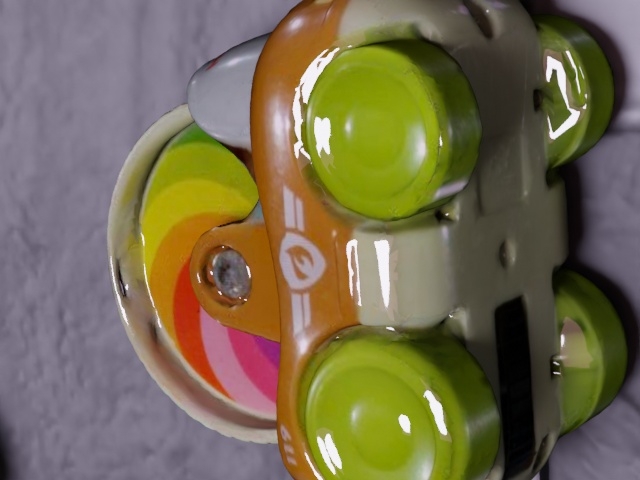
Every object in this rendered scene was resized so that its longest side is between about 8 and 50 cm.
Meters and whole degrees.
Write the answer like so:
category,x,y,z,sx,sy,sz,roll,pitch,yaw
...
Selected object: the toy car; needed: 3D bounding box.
category,x,y,z,sx,sy,sz,roll,pitch,yaw
toy car,0.000,0.000,0.710,0.235,0.145,0.235,9,106,34
